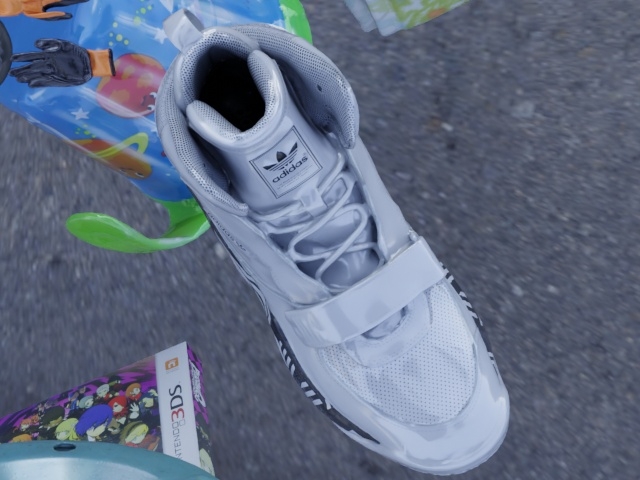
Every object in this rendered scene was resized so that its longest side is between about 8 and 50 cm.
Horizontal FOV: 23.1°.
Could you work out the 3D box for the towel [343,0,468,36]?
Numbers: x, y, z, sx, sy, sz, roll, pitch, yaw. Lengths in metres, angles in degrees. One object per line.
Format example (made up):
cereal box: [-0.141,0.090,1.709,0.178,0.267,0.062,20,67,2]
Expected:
towel: [0.134,-0.251,0.784,0.374,0.320,0.090,-26,76,8]

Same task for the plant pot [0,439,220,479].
plant pot: [-0.130,0.241,0.741,0.271,0.271,0.255,-1,104,-10]

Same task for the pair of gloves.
pair of gloves: [-0.179,-0.140,1.044,0.074,0.010,0.083,-7,120,7]

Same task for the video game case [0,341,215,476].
video game case: [-0.208,0.212,1.407,0.232,0.210,0.042,-22,128,8]

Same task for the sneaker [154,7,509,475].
sneaker: [0.000,0.000,1.068,0.137,0.210,0.366,-34,77,-3]

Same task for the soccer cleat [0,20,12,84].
soccer cleat: [-0.379,-0.191,1.146,0.318,0.116,0.109,17,110,-17]

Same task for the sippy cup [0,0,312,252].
sippy cup: [-0.164,-0.163,1.363,0.224,0.305,0.240,21,123,-45]
